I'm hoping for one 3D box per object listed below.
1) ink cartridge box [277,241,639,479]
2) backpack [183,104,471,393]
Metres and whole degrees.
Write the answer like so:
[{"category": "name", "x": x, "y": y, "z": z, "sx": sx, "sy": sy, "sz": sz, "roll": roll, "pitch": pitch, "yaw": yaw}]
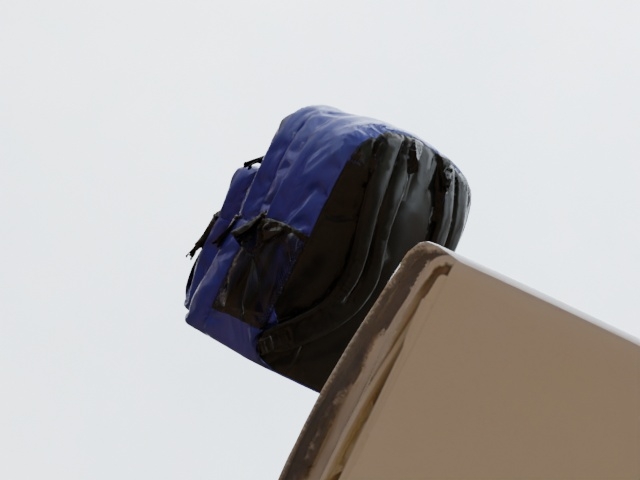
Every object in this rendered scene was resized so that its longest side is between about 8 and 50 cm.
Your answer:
[{"category": "ink cartridge box", "x": 0.079, "y": 0.083, "z": 0.439, "sx": 0.158, "sy": 0.092, "sz": 0.218, "roll": 25, "pitch": -2, "yaw": 10}, {"category": "backpack", "x": 0.000, "y": 0.000, "z": 0.879, "sx": 0.101, "sy": 0.120, "sz": 0.098, "roll": 26, "pitch": -1, "yaw": 43}]
